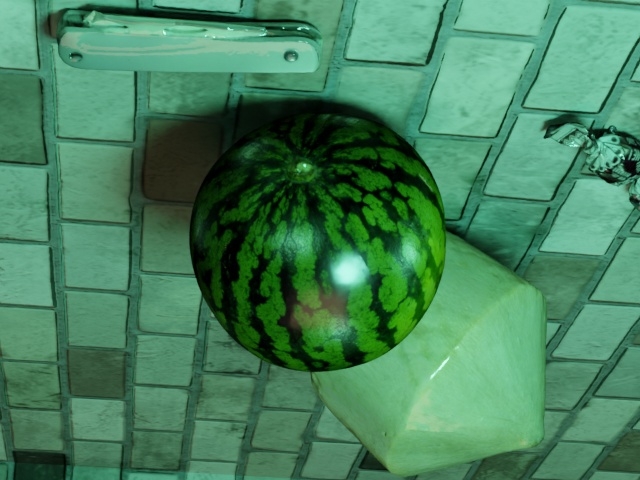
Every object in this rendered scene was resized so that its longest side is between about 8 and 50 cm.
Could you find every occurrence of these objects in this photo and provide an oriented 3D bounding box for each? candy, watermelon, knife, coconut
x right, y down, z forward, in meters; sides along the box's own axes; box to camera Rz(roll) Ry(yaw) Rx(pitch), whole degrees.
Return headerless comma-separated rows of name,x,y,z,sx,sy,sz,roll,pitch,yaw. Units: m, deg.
candy,0.329,-0.083,2.159,0.094,0.051,0.226,-11,154,34
watermelon,0.000,0.000,2.092,0.285,0.285,0.285,2,157,1
knife,-0.130,-0.199,1.932,0.265,0.040,0.073,3,146,-3
coconut,0.148,0.145,2.365,0.329,0.329,0.329,2,157,1
